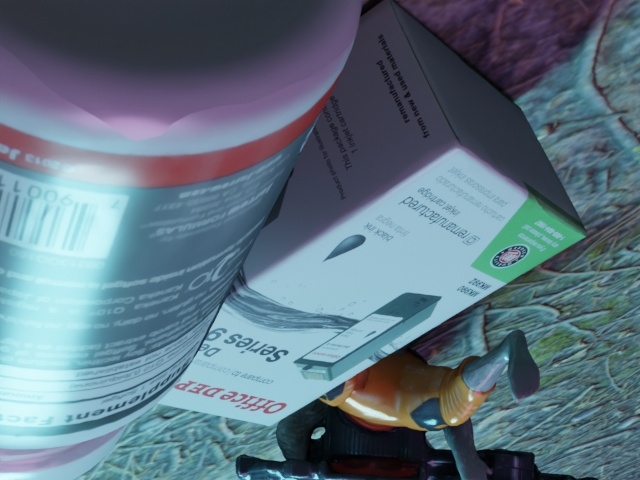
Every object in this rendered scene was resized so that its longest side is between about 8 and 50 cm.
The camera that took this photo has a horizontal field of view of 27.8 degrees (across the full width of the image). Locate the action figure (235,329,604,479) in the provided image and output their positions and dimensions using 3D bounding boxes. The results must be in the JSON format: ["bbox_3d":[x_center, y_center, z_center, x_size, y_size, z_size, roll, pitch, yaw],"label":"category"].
[{"bbox_3d":[0.104,0.141,1.161,0.341,0.179,0.330,7,153,-4],"label":"action figure"}]

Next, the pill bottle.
[{"bbox_3d":[-0.134,-0.028,0.624,0.210,0.210,0.363,-8,150,-28],"label":"pill bottle"}]

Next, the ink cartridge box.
[{"bbox_3d":[0.000,0.000,0.872,0.289,0.122,0.211,-34,151,21],"label":"ink cartridge box"}]
